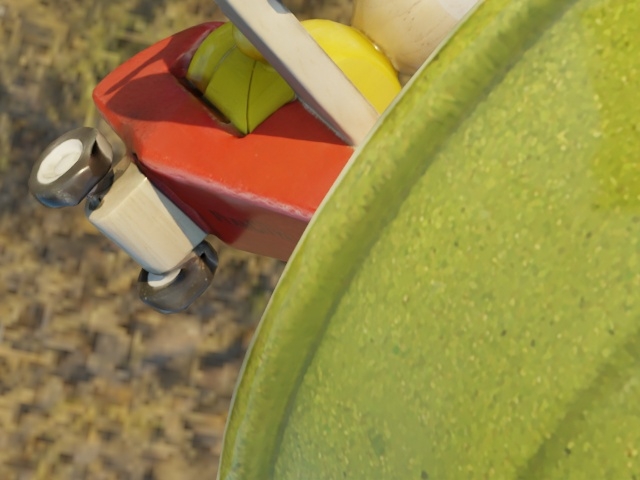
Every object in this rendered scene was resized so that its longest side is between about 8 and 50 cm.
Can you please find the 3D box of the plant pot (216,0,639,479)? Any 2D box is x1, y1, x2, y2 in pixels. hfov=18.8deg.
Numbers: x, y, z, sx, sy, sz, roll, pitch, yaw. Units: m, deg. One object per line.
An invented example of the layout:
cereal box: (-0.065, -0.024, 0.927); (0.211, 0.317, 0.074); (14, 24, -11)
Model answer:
plant pot: (0.221, 0.115, 0.423); (0.367, 0.353, 0.366); (-23, 143, -19)

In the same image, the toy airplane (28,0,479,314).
toy airplane: (0.027, -0.073, 1.186); (0.384, 0.272, 0.386); (32, 162, 7)
